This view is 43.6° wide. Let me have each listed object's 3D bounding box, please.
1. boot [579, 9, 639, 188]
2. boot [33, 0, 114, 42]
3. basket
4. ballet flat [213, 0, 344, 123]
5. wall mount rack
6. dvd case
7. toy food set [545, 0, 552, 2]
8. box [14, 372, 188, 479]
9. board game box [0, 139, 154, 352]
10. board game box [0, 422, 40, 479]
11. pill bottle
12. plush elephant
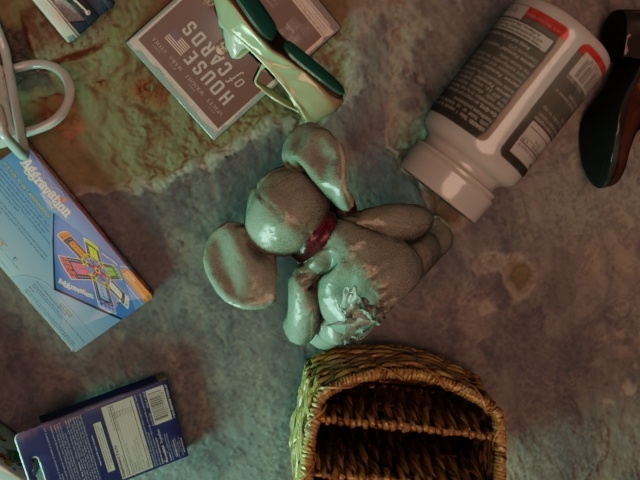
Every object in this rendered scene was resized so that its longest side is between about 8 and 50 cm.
[{"bbox_3d":[0.538,-0.200,1.193,0.281,0.096,0.264,4,95,-16],"label":"boot"},{"bbox_3d":[-0.358,-0.359,1.037,0.086,0.069,0.190,-40,112,-5],"label":"boot"},{"bbox_3d":[0.117,0.289,1.157,0.299,0.223,0.213,10,110,-9],"label":"basket"},{"bbox_3d":[-0.075,-0.250,1.061,0.086,0.086,0.248,-44,106,4],"label":"ballet flat"},{"bbox_3d":[-0.511,-0.220,1.021,0.350,0.130,0.304,-17,72,-4],"label":"wall mount rack"},{"bbox_3d":[-0.118,-0.282,1.099,0.239,0.029,0.179,-41,105,3],"label":"dvd case"},{"bbox_3d":[0.322,-0.431,1.115,0.132,0.038,0.192,-24,105,-1],"label":"toy food set"},{"bbox_3d":[-0.320,0.297,1.178,0.225,0.036,0.136,-18,106,-22],"label":"box"},{"bbox_3d":[-0.382,0.012,1.137,0.145,0.027,0.281,-35,105,3],"label":"board game box"},{"bbox_3d":[-0.597,0.319,1.148,0.303,0.097,0.224,42,95,-14],"label":"board game box"},{"bbox_3d":[0.247,-0.176,1.104,0.161,0.161,0.283,36,97,-14],"label":"pill bottle"},{"bbox_3d":[0.000,0.000,1.076,0.272,0.330,0.255,-41,87,11],"label":"plush elephant"}]
